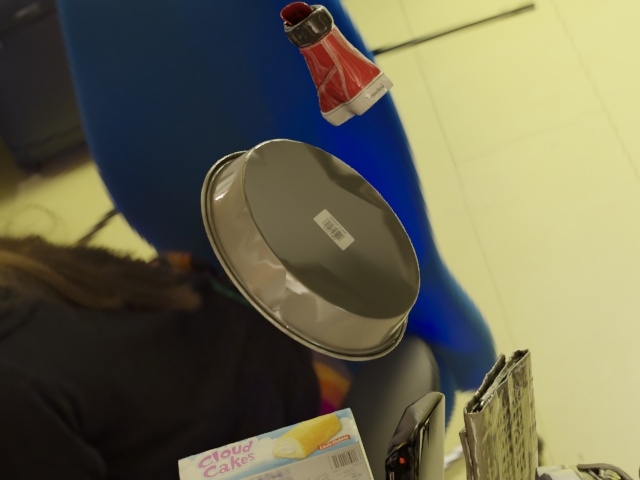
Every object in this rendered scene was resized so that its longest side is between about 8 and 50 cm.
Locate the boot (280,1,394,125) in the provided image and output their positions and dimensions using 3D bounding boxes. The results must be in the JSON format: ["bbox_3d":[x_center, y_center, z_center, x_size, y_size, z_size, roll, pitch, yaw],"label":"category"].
[{"bbox_3d":[0.006,-0.254,1.906,0.088,0.176,0.244,-43,5,-8],"label":"boot"}]

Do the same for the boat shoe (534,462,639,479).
[{"bbox_3d":[0.261,0.256,1.240,0.105,0.306,0.113,-10,82,4],"label":"boat shoe"}]

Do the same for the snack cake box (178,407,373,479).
[{"bbox_3d":[-0.057,0.361,1.971,0.264,0.152,0.089,-17,32,-1],"label":"snack cake box"}]

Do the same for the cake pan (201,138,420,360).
[{"bbox_3d":[0.000,0.000,1.540,0.054,0.293,0.293,-44,30,33],"label":"cake pan"}]

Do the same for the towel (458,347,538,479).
[{"bbox_3d":[0.248,0.334,1.889,0.056,0.324,0.312,0,11,22],"label":"towel"}]

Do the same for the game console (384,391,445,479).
[{"bbox_3d":[0.123,0.386,1.732,0.044,0.361,0.213,2,9,15],"label":"game console"}]
